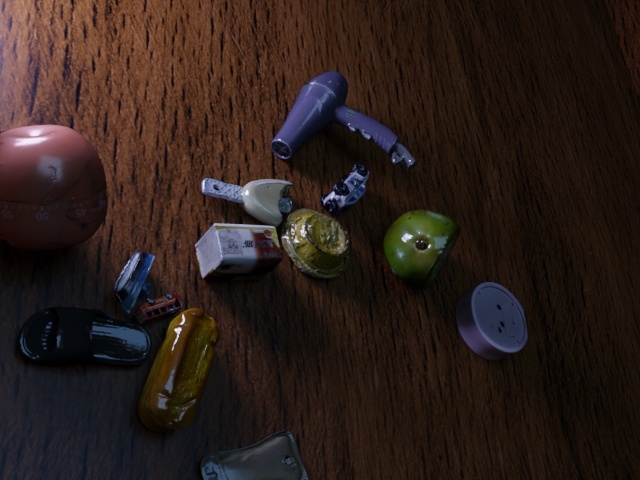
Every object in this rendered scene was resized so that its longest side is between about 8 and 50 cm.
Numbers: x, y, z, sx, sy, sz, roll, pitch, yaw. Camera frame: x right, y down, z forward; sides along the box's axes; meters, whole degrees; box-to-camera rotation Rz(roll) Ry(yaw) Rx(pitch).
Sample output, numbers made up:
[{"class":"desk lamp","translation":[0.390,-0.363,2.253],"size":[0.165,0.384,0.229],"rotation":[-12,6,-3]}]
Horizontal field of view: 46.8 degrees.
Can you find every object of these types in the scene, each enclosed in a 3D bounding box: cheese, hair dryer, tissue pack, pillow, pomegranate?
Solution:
[{"class":"cheese","translation":[-0.165,-0.104,1.710],"size":[0.235,0.050,0.127],"rotation":[14,57,-30]},{"class":"hair dryer","translation":[0.080,-0.269,1.885],"size":[0.361,0.121,0.301],"rotation":[27,55,9]},{"class":"tissue pack","translation":[-0.175,0.027,1.585],"size":[0.149,0.106,0.099],"rotation":[1,62,-35]},{"class":"pillow","translation":[-0.122,0.448,1.416],"size":[0.217,0.033,0.130],"rotation":[-6,66,-38]},{"class":"pomegranate","translation":[0.255,-0.002,1.862],"size":[0.159,0.190,0.241],"rotation":[32,45,18]}]

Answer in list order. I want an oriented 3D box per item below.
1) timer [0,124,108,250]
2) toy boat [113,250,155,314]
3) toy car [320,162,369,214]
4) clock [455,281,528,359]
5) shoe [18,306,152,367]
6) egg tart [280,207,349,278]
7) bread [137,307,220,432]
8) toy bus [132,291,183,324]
[{"class":"timer","translation":[-0.503,-0.093,1.337],"size":[0.230,0.230,0.214],"rotation":[-21,119,-41]},{"class":"toy boat","translation":[-0.362,0.083,1.455],"size":[0.061,0.060,0.137],"rotation":[51,36,-32]},{"class":"toy car","translation":[0.065,-0.122,1.864],"size":[0.070,0.080,0.170],"rotation":[45,47,-4]},{"class":"clock","translation":[0.451,0.211,1.944],"size":[0.197,0.068,0.196],"rotation":[18,55,-27]},{"class":"shoe","translation":[-0.413,0.170,1.341],"size":[0.241,0.093,0.108],"rotation":[12,58,-32]},{"class":"egg tart","translation":[0.000,0.000,1.752],"size":[0.191,0.074,0.191],"rotation":[19,53,-28]},{"class":"bread","translation":[-0.264,0.244,1.403],"size":[0.102,0.094,0.245],"rotation":[33,49,-22]},{"class":"toy bus","translation":[-0.317,0.133,1.454],"size":[0.043,0.031,0.110],"rotation":[58,32,9]}]
